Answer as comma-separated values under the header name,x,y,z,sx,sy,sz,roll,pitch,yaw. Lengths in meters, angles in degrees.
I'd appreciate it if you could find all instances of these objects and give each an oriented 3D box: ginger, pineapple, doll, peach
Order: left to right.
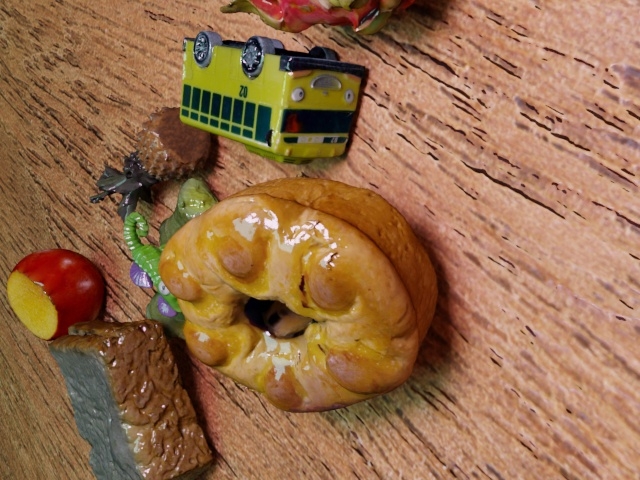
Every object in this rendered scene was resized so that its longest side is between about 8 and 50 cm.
name,x,y,z,sx,sy,sz,roll,pitch,yaw
peach,-0.529,0.108,1.530,0.190,0.192,0.190,0,90,11
pineapple,-0.283,-0.116,1.270,0.277,0.119,0.130,-26,61,52
doll,-0.254,0.034,1.184,0.190,0.050,0.115,45,129,28
ginger,-0.220,0.039,1.245,0.137,0.089,0.289,21,114,29

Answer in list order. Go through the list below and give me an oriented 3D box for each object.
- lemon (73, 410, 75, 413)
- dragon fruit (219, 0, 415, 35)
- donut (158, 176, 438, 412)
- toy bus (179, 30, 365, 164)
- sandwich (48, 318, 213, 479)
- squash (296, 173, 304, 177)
name,x,y,z,sx,sy,sz,roll,pitch,yaw
lemon,-0.420,0.314,1.483,0.109,0.109,0.133,-30,55,47
dragon fruit,-0.005,-0.355,0.821,0.302,0.231,0.237,49,149,15
donut,-0.027,0.065,0.882,0.317,0.150,0.299,18,129,21
toy bus,-0.072,-0.190,1.013,0.262,0.128,0.150,25,112,48
sandwich,-0.318,0.292,1.289,0.262,0.131,0.325,-6,104,52
squash,-0.002,-0.001,0.980,0.090,0.075,0.200,-51,53,11
